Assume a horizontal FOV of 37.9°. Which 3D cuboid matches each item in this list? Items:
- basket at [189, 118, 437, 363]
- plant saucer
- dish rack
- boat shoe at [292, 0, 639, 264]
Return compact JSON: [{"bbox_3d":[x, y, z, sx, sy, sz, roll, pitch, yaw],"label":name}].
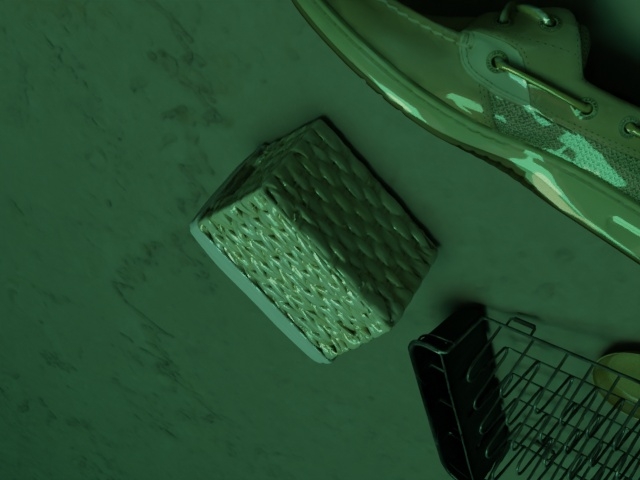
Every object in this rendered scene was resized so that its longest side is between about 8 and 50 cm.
[{"bbox_3d":[0.000,0.000,0.753,0.167,0.113,0.103,48,140,-14],"label":"basket"},{"bbox_3d":[0.258,0.113,0.738,0.083,0.015,0.083,24,144,19],"label":"plant saucer"},{"bbox_3d":[0.212,0.171,0.768,0.271,0.074,0.208,22,146,38],"label":"dish rack"},{"bbox_3d":[0.122,-0.093,0.562,0.302,0.109,0.098,35,106,5],"label":"boat shoe"}]
